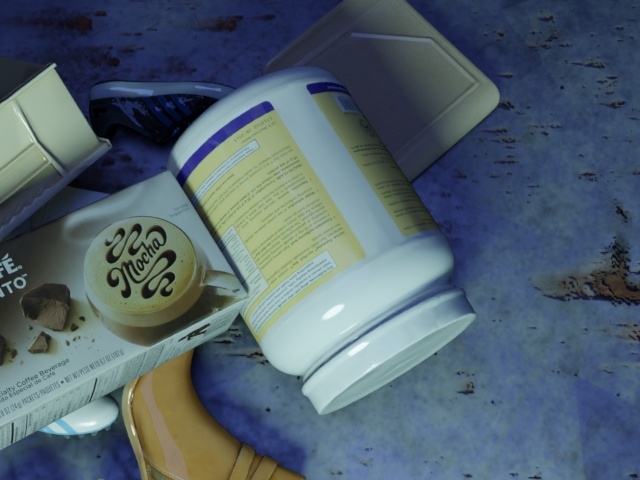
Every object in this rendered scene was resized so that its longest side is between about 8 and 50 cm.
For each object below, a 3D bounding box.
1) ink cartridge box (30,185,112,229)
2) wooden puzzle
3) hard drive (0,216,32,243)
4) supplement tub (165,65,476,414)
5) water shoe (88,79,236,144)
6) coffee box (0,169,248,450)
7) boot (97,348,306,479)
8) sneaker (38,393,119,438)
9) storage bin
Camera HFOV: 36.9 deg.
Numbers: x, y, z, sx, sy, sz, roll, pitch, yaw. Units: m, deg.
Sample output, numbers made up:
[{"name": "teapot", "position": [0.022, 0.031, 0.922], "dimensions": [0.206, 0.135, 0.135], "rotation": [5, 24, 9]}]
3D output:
[{"name": "ink cartridge box", "position": [-0.298, -0.010, 1.158], "dimensions": [0.143, 0.092, 0.090], "rotation": [12, 73, 4]}, {"name": "wooden puzzle", "position": [0.078, -0.198, 1.245], "dimensions": [0.221, 0.044, 0.239], "rotation": [-41, 81, -12]}, {"name": "hard drive", "position": [-0.493, 0.101, 1.093], "dimensions": [0.352, 0.047, 0.233], "rotation": [-13, 69, 13]}, {"name": "supplement tub", "position": [0.000, 0.000, 1.077], "dimensions": [0.241, 0.241, 0.331], "rotation": [-29, 75, -8]}, {"name": "water shoe", "position": [-0.194, -0.162, 1.228], "dimensions": [0.203, 0.073, 0.080], "rotation": [1, 94, 5]}, {"name": "coffee box", "position": [-0.249, 0.072, 0.984], "dimensions": [0.297, 0.119, 0.168], "rotation": [-26, 77, -26]}, {"name": "boot", "position": [-0.121, 0.234, 1.073], "dimensions": [0.220, 0.109, 0.284], "rotation": [15, 72, 4]}, {"name": "sneaker", "position": [-0.333, 0.148, 1.094], "dimensions": [0.237, 0.086, 0.085], "rotation": [25, 38, 17]}, {"name": "storage bin", "position": [-0.427, -0.095, 1.076], "dimensions": [0.262, 0.123, 0.260], "rotation": [18, 54, 41]}]
